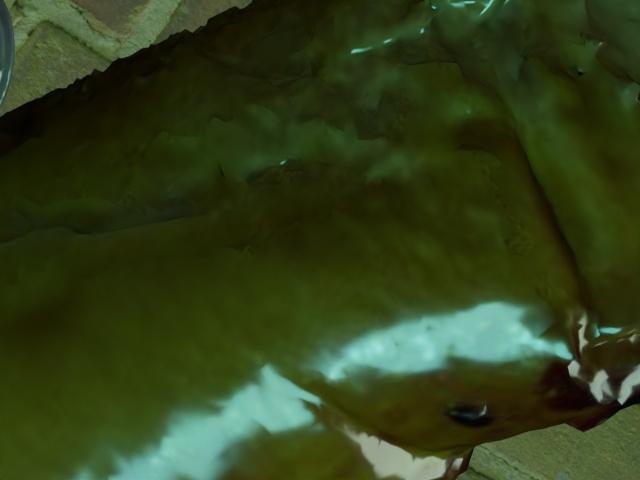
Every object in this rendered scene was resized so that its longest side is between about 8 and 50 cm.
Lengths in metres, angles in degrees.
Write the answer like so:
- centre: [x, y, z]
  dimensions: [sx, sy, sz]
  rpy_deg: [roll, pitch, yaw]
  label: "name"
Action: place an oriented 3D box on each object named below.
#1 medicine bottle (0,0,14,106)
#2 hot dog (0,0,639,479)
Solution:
- centre: [-0.163, -0.069, 0.576]
  dimensions: [0.108, 0.108, 0.426]
  rpy_deg: [-57, -170, 0]
  label: "medicine bottle"
- centre: [0.000, 0.000, 0.617]
  dimensions: [0.365, 0.196, 0.367]
  rpy_deg: [-28, -172, 5]
  label: "hot dog"
